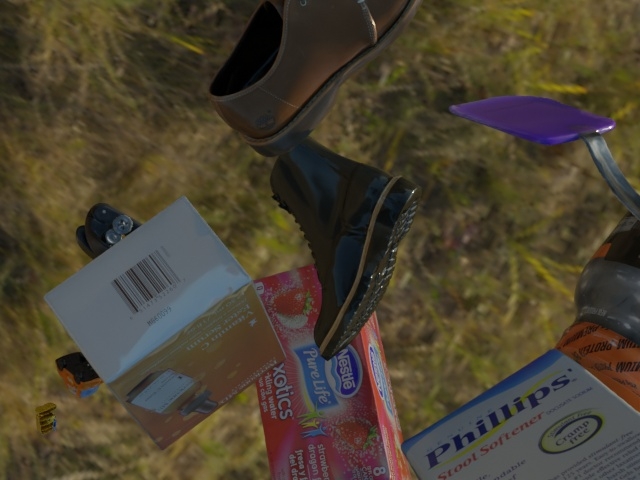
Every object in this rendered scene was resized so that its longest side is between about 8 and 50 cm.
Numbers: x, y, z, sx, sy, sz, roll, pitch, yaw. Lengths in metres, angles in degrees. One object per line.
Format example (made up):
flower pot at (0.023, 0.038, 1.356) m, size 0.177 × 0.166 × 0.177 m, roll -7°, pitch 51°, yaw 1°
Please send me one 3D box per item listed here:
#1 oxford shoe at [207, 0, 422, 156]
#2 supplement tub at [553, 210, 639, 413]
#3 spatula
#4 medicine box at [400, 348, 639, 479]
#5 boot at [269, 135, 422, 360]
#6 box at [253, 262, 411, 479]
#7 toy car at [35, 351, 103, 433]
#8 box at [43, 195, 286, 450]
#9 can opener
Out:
oxford shoe at (0.006, -0.156, 0.997) m, size 0.212 × 0.076 × 0.076 m, roll -53°, pitch 135°, yaw -2°
supplement tub at (0.342, 0.018, 1.242) m, size 0.316 × 0.193 × 0.193 m, roll -51°, pitch 132°, yaw -14°
spatula at (0.206, -0.027, 0.967) m, size 0.084 × 0.296 × 0.030 m, roll -15°, pitch 134°, yaw -38°
medicine box at (0.208, 0.253, 1.053) m, size 0.149 × 0.289 × 0.263 m, roll -31°, pitch 106°, yaw -4°
boot at (0.000, 0.000, 1.389) m, size 0.077 × 0.137 × 0.198 m, roll -36°, pitch 152°, yaw -59°
box at (0.008, 0.163, 1.561) m, size 0.123 × 0.257 × 0.128 m, roll -16°, pitch 151°, yaw 9°
toy car at (-0.270, 0.158, 1.555) m, size 0.122 × 0.060 × 0.040 m, roll -36°, pitch 138°, yaw -52°
box at (-0.113, 0.067, 1.157) m, size 0.130 × 0.091 × 0.170 m, roll -37°, pitch 156°, yaw -8°
can opener at (-0.171, 0.022, 1.601) m, size 0.186 × 0.073 × 0.059 m, roll 29°, pitch 75°, yaw -3°
